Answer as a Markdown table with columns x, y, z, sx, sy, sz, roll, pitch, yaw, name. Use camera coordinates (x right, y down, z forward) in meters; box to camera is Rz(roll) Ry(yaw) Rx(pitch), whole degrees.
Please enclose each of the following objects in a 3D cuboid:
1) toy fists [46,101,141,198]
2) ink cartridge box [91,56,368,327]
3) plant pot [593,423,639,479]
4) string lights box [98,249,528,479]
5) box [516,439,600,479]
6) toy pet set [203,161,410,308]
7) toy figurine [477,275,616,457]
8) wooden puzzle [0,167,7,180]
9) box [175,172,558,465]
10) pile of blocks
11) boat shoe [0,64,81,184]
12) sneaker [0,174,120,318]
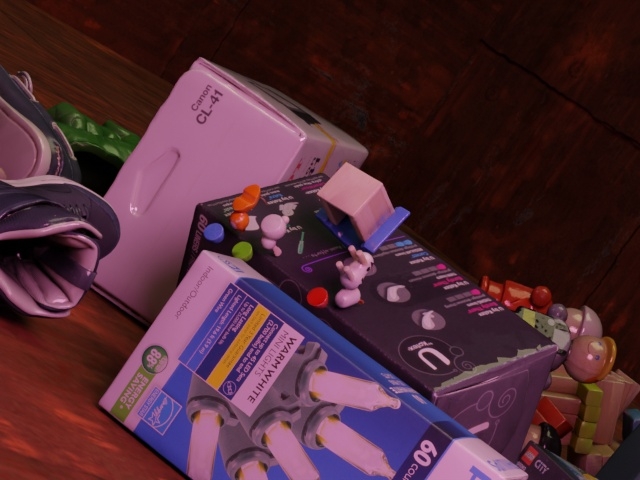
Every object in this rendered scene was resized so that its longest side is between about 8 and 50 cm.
| x | y | z | sx | sy | sz | roll | pitch | yaw | name |
| --- | --- | --- | --- | --- | --- | --- | --- | --- | --- |
| -0.190 | -0.052 | 1.881 | 0.279 | 0.096 | 0.142 | 30 | 6 | -26 | toy fists |
| -0.087 | -0.032 | 1.655 | 0.131 | 0.226 | 0.306 | 34 | 7 | 9 | ink cartridge box |
| 0.396 | 0.263 | 1.857 | 0.166 | 0.234 | 0.165 | 35 | 6 | -1 | plant pot |
| -0.006 | 0.135 | 1.194 | 0.260 | 0.133 | 0.077 | 36 | 5 | 19 | string lights box |
| 0.282 | 0.276 | 1.567 | 0.159 | 0.044 | 0.233 | 31 | 6 | -32 | box |
| 0.000 | 0.000 | 1.304 | 0.122 | 0.114 | 0.065 | 33 | -18 | 33 | toy pet set |
| 0.209 | 0.155 | 1.807 | 0.148 | 0.213 | 0.209 | 20 | 6 | -4 | toy figurine |
| -0.461 | -0.184 | 1.545 | 0.348 | 0.080 | 0.322 | 38 | 7 | 32 | wooden puzzle |
| 0.022 | 0.089 | 1.364 | 0.143 | 0.165 | 0.270 | -16 | 42 | -42 | box |
| 0.385 | 0.262 | 2.220 | 0.362 | 0.149 | 0.112 | 33 | 6 | -14 | pile of blocks |
| -0.324 | -0.128 | 1.767 | 0.254 | 0.095 | 0.079 | 40 | 10 | 35 | boat shoe |
| -0.200 | 0.006 | 1.336 | 0.163 | 0.086 | 0.226 | 25 | 9 | 36 | sneaker |
